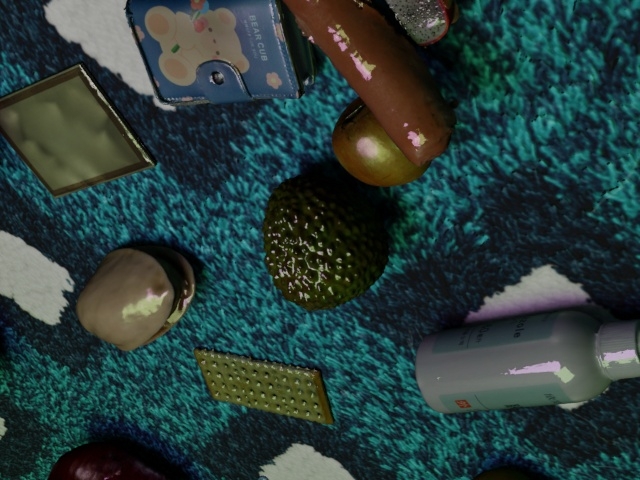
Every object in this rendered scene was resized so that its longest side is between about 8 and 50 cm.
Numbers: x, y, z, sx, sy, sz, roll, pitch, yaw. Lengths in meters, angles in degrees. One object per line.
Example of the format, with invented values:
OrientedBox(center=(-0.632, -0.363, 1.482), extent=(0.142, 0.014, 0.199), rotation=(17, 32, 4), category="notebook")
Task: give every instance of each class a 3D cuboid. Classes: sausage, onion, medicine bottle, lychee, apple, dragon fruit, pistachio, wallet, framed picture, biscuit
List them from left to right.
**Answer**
OrientedBox(center=(-0.350, -0.144, 1.269), extent=(0.231, 0.010, 0.173), rotation=(-10, 125, 37), category="framed picture")
OrientedBox(center=(-0.402, 0.528, 1.796), extent=(0.314, 0.232, 0.314), rotation=(17, 139, 16), category="onion")
OrientedBox(center=(-0.278, 0.085, 1.372), extent=(0.223, 0.126, 0.152), rotation=(-15, 86, 39), category="pistachio")
OrientedBox(center=(-0.110, -0.219, 1.021), extent=(0.202, 0.059, 0.141), rotation=(1, 124, 27), category="wallet")
OrientedBox(center=(-0.095, 0.236, 1.494), extent=(0.231, 0.016, 0.139), rotation=(8, 135, 24), category="biscuit")
OrientedBox(center=(0.000, 0.000, 1.100), extent=(0.171, 0.171, 0.171), rotation=(16, 137, 16), category="lychee")
OrientedBox(center=(0.022, -0.216, 0.902), extent=(0.079, 0.087, 0.327), rotation=(-38, 94, 13), category="sausage")
OrientedBox(center=(0.069, -0.107, 0.996), extent=(0.114, 0.099, 0.102), rotation=(-26, 117, 40), category="apple")
OrientedBox(center=(0.102, -0.236, 0.882), extent=(0.060, 0.056, 0.083), rotation=(-14, 127, 41), category="dragon fruit")
OrientedBox(center=(0.284, 0.142, 1.106), extent=(0.352, 0.110, 0.110), rotation=(-15, 122, 39), category="medicine bottle")

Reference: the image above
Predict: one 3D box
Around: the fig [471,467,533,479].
OrientedBox(center=(0.294, 0.427, 1.357), extent=(0.186, 0.142, 0.148), rotation=(30, 168, 20), category="fig")

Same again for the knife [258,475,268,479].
OrientedBox(center=(-0.119, 0.470, 1.742), extent=(0.027, 0.010, 0.096), rotation=(30, 139, 0), category="knife")
